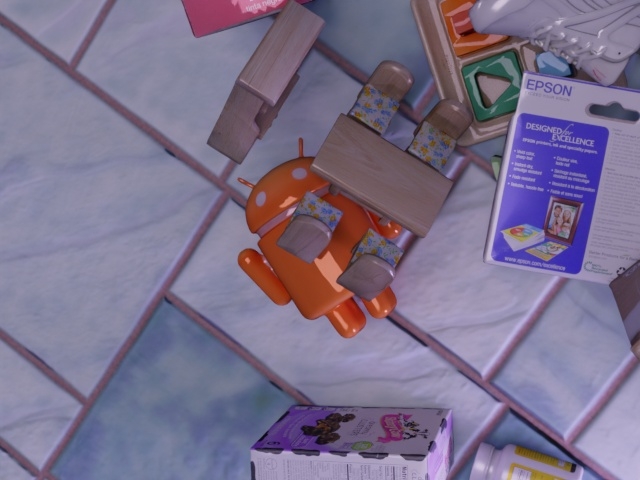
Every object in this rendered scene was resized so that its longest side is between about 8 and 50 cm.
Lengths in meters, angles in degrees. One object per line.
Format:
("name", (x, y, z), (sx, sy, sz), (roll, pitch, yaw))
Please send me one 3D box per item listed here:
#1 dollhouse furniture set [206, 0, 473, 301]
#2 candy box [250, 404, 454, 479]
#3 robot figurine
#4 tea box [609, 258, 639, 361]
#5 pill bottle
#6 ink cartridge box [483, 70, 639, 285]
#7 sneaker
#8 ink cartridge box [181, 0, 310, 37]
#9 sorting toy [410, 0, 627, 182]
("dollhouse furniture set", (0.026, -0.102, 1.131), (0.242, 0.161, 0.212), (31, 65, -5))
("candy box", (0.040, 0.240, 1.247), (0.196, 0.165, 0.070), (-1, 98, 15))
("robot figurine", (-0.002, 0.001, 1.250), (0.219, 0.128, 0.158), (58, 141, 3))
("tea box", (0.505, 0.084, 1.047), (0.329, 0.220, 0.323), (-42, 94, 16))
("pill bottle", (0.228, 0.265, 1.250), (0.116, 0.065, 0.065), (17, 101, 13))
("ink cartridge box", (0.290, -0.061, 1.180), (0.206, 0.045, 0.208), (10, 100, -1))
("sneaker", (0.262, -0.211, 1.119), (0.232, 0.090, 0.115), (-5, 83, -13))
("ink cartridge box", (-0.100, -0.370, 1.169), (0.117, 0.207, 0.283), (-15, 102, 16))
("sorting toy", (0.209, -0.214, 1.205), (0.196, 0.047, 0.348), (-17, 92, 17))
